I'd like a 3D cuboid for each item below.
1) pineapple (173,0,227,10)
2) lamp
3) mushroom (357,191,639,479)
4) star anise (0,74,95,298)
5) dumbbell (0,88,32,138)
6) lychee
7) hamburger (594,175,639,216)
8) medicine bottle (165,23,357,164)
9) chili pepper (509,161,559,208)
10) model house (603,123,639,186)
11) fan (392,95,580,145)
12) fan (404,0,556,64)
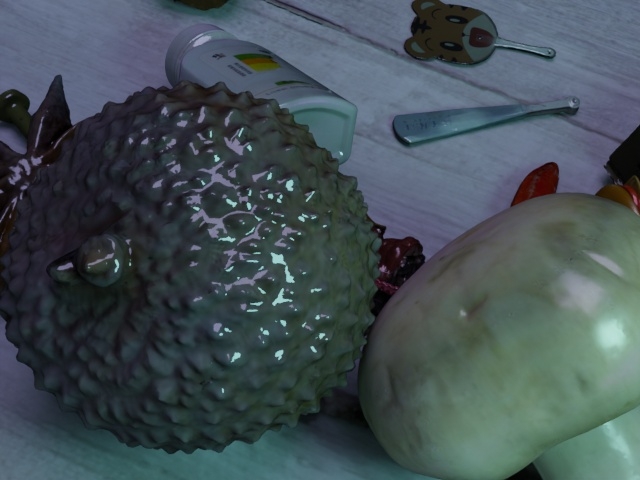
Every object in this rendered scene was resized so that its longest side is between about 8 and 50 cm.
[{"bbox_3d":[-0.148,-0.503,1.883,0.165,0.166,0.365,12,46,2],"label":"pineapple"},{"bbox_3d":[0.000,0.000,1.488,0.253,0.118,0.118,26,50,19],"label":"lamp"},{"bbox_3d":[0.215,0.121,1.263,0.353,0.325,0.353,-1,60,1],"label":"mushroom"},{"bbox_3d":[-0.343,-0.059,1.475,0.315,0.108,0.315,-1,62,2],"label":"star anise"},{"bbox_3d":[-0.374,-0.144,1.596,0.046,0.052,0.118,-49,62,11],"label":"dumbbell"},{"bbox_3d":[-0.124,0.027,1.254,0.380,0.380,0.432,34,12,20],"label":"lychee"},{"bbox_3d":[0.391,-0.002,1.517,0.115,0.162,0.162,-7,50,-12],"label":"hamburger"},{"bbox_3d":[-0.088,-0.183,1.576,0.161,0.111,0.296,-6,27,-31],"label":"medicine bottle"},{"bbox_3d":[0.271,-0.021,1.578,0.063,0.071,0.272,-18,34,29],"label":"chili pepper"},{"bbox_3d":[0.533,-0.064,1.583,0.211,0.204,0.243,-14,69,-20],"label":"model house"},{"bbox_3d":[0.236,-0.168,1.730,0.282,0.023,0.057,-8,49,-14],"label":"fan"},{"bbox_3d":[0.240,-0.302,1.855,0.226,0.008,0.153,12,47,3],"label":"fan"}]
